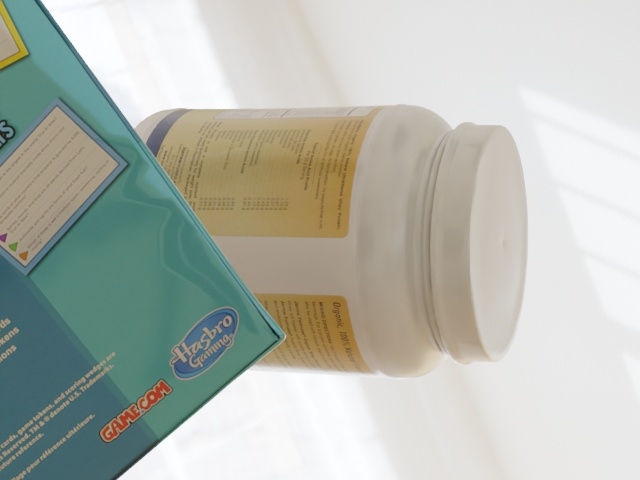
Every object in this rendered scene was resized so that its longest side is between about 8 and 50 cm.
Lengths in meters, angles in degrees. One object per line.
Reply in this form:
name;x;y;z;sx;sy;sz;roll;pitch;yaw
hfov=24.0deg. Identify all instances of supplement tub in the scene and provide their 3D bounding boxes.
supplement tub;0.000;0.000;1.263;0.316;0.228;0.228;1;10;21

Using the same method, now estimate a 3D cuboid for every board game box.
board game box;-0.208;-0.011;0.590;0.254;0.336;0.079;-40;26;-13
